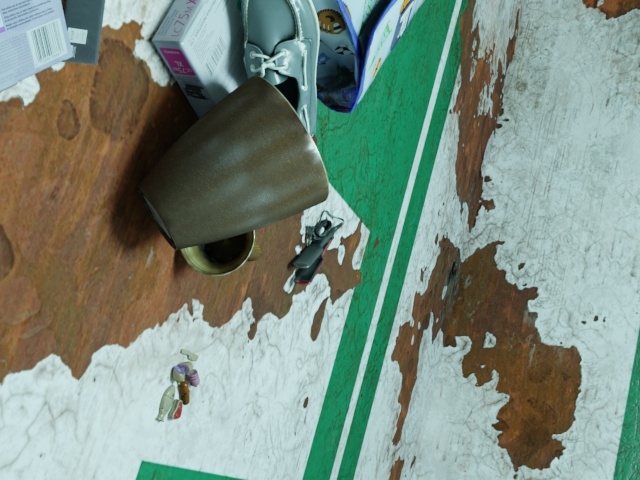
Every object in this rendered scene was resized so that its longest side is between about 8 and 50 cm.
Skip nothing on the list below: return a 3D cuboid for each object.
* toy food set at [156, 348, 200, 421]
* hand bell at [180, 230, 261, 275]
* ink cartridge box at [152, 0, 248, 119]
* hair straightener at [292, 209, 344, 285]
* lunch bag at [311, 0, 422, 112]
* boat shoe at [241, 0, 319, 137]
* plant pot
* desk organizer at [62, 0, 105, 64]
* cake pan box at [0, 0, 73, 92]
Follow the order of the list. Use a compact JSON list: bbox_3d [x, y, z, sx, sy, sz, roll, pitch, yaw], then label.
[{"bbox_3d":[-0.229,0.247,1.343,0.078,0.019,0.122,44,59,-61],"label":"toy food set"},{"bbox_3d":[-0.141,0.011,1.383,0.242,0.126,0.126,37,65,-76],"label":"hand bell"},{"bbox_3d":[-0.145,-0.273,1.292,0.186,0.065,0.311,-68,151,-26],"label":"ink cartridge box"},{"bbox_3d":[0.000,0.000,1.723,0.230,0.047,0.089,-50,142,-49],"label":"hair straightener"},{"bbox_3d":[0.041,-0.458,1.358,0.328,0.239,0.385,-59,139,-28],"label":"lunch bag"},{"bbox_3d":[-0.061,-0.271,1.251,0.099,0.116,0.319,-80,167,-47],"label":"boat shoe"},{"bbox_3d":[-0.142,-0.091,1.179,0.230,0.215,0.215,-33,137,-15],"label":"plant pot"},{"bbox_3d":[-0.292,-0.285,0.975,0.047,0.050,0.130,-2,120,-32],"label":"desk organizer"},{"bbox_3d":[-0.370,-0.265,0.794,0.267,0.070,0.246,-50,143,-49],"label":"cake pan box"}]
